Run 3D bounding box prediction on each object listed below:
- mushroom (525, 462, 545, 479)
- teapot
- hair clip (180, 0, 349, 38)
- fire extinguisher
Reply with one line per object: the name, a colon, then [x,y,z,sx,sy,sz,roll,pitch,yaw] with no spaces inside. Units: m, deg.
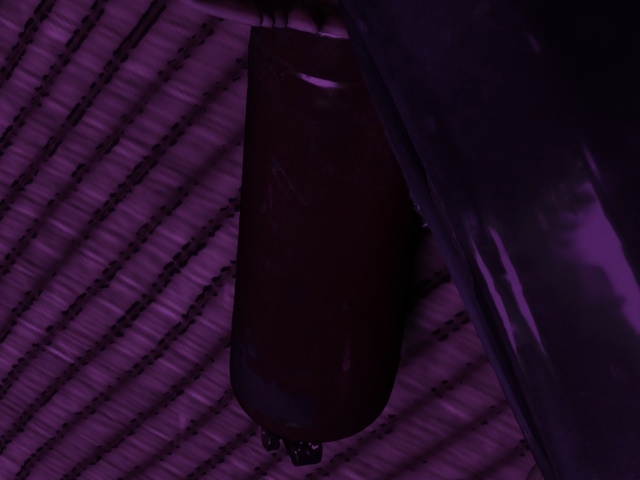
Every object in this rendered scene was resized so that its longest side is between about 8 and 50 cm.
mushroom: [0.101,0.182,0.797,0.100,0.081,0.312,29,137,7]
teapot: [0.133,-0.041,0.456,0.203,0.225,0.171,58,-170,-85]
hair clip: [0.021,-0.076,0.544,0.072,0.226,0.034,18,103,39]
fire extinguisher: [0.000,0.000,0.726,0.089,0.072,0.268,-110,19,-45]
